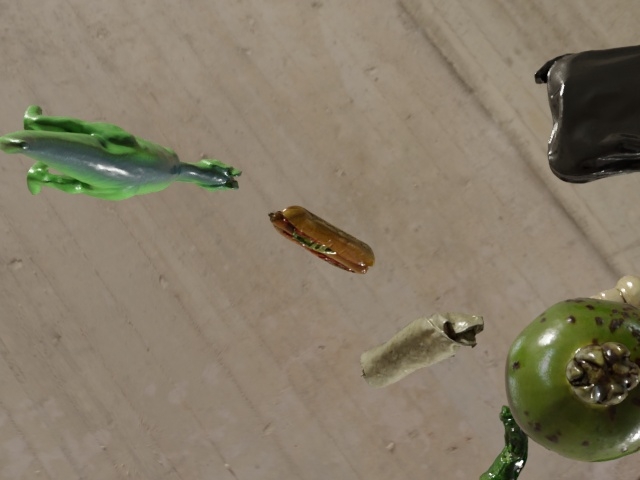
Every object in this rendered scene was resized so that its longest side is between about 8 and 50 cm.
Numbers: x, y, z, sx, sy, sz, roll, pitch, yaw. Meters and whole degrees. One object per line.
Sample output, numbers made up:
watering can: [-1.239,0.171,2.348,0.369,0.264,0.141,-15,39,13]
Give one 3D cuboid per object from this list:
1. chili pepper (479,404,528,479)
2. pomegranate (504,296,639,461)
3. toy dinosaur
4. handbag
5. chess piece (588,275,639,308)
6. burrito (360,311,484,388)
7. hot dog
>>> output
chili pepper: [0.316,0.352,1.166,0.073,0.050,0.182,1,-69,-11]
pomegranate: [0.311,0.154,0.787,0.202,0.248,0.201,-2,-102,11]
toy dinosaur: [-0.268,-0.099,1.053,0.375,0.500,0.143,9,-83,-21]
handbag: [0.440,-0.164,0.867,0.333,0.075,0.191,-1,-112,22]
chess piece: [0.708,0.088,1.342,0.398,0.117,0.117,-18,-102,3]
burrito: [0.122,0.138,0.896,0.087,0.226,0.060,-13,-107,-34]
hot dog: [0.000,0.000,1.320,0.236,0.092,0.062,27,-114,-21]
